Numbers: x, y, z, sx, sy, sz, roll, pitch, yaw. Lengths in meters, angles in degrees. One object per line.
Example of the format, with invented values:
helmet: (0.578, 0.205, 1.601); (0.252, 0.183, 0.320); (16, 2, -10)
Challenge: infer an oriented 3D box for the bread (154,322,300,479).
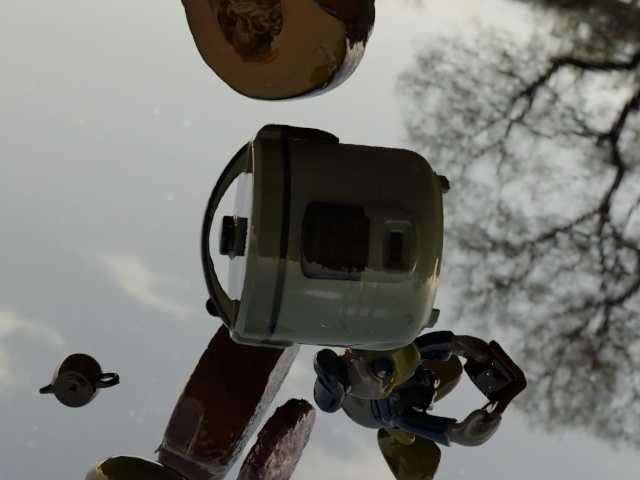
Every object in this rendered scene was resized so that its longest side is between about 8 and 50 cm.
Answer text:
bread: (-0.131, 0.228, 2.009); (0.114, 0.295, 0.328); (29, 155, 4)

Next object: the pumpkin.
pumpkin: (-0.048, -0.285, 1.432); (0.190, 0.281, 0.139); (-4, -153, 22)

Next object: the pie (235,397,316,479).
pie: (-0.062, 0.304, 1.892); (0.049, 0.182, 0.182); (29, -163, 14)

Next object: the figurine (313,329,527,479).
figurine: (0.110, 0.201, 1.699); (0.283, 0.205, 0.338); (-3, 165, 37)

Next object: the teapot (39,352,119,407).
teapot: (-0.358, 0.214, 2.010); (0.121, 0.076, 0.068); (-5, -162, 3)

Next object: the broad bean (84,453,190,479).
broad bean: (-0.136, 0.313, 1.410); (0.263, 0.121, 0.189); (34, 159, -30)

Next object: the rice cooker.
rice cooker: (0.000, 0.000, 1.364); (0.244, 0.226, 0.226); (6, -163, -6)
